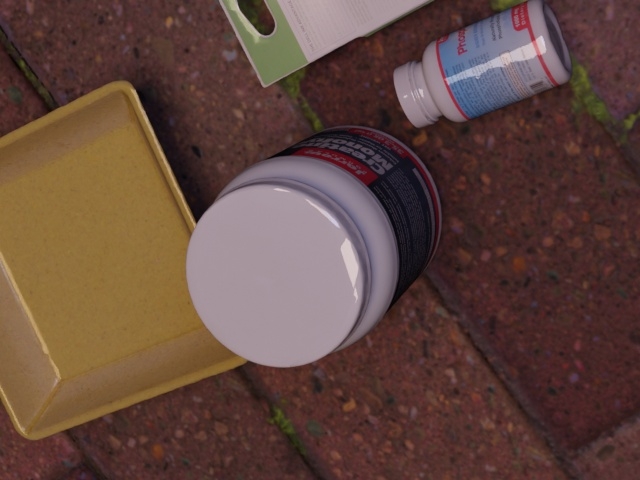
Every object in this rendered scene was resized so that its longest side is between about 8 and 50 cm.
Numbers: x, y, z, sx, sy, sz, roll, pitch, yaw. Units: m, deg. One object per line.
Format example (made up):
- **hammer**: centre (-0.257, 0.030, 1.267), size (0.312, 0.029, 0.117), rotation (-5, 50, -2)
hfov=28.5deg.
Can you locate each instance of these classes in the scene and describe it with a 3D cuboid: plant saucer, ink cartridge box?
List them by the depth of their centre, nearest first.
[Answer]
- **ink cartridge box**: centre (0.009, -0.281, 1.265), size (0.235, 0.056, 0.171), rotation (-25, 95, 26)
- **plant saucer**: centre (-0.263, 0.025, 1.428), size (0.332, 0.081, 0.333), rotation (-22, 96, 23)

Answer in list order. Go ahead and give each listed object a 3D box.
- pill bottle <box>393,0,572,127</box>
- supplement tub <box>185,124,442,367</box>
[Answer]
- **pill bottle**: centre (0.156, -0.168, 1.226), size (0.160, 0.087, 0.087), rotation (-20, 97, 22)
- **supplement tub**: centre (0.000, 0.000, 1.224), size (0.191, 0.272, 0.191), rotation (5, 106, 18)
